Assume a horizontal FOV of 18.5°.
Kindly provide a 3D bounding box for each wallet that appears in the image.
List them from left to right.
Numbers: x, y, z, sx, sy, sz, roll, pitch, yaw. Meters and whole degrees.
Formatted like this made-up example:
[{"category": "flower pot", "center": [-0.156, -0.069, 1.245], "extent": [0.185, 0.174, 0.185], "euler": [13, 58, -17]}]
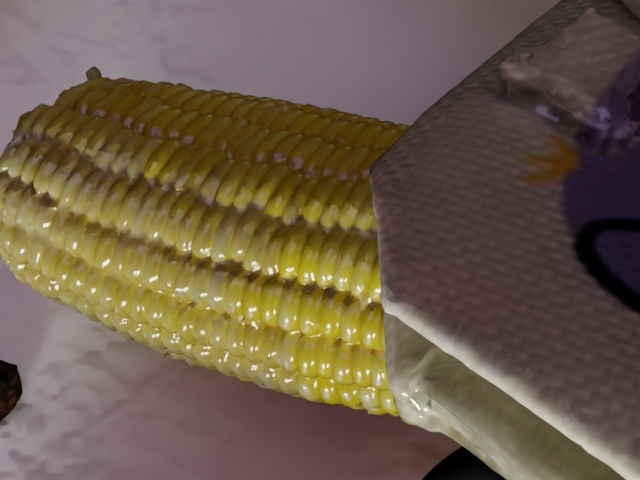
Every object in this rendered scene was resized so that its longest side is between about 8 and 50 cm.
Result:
[{"category": "wallet", "center": [0.173, -0.019, 0.380], "extent": [0.274, 0.068, 0.335], "euler": [18, 43, 34]}]

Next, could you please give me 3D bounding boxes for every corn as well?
[{"category": "corn", "center": [0.000, 0.000, 0.471], "extent": [0.165, 0.063, 0.085], "euler": [15, 56, 27]}]

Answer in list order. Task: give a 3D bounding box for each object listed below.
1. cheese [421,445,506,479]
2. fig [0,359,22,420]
[{"category": "cheese", "center": [-0.014, 0.093, 0.426], "extent": [0.162, 0.036, 0.086], "euler": [-35, 46, -17]}, {"category": "fig", "center": [-0.151, 0.093, 0.435], "extent": [0.124, 0.124, 0.236], "euler": [27, 55, 32]}]
